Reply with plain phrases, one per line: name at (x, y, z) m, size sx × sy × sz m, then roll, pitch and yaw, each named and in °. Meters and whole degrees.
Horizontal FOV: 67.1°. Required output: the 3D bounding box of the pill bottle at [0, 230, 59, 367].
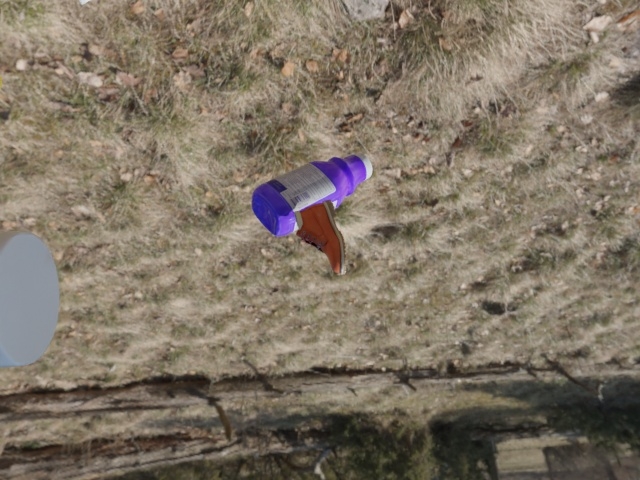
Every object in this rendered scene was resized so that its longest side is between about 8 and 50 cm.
pill bottle at (-0.329, 0.044, 0.318) m, size 0.264 × 0.146 × 0.146 m, roll -2°, pitch 137°, yaw -6°

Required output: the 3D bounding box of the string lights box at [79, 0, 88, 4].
string lights box at (-0.388, -0.532, 0.755) m, size 0.133 × 0.077 × 0.259 m, roll -30°, pitch 139°, yaw -14°

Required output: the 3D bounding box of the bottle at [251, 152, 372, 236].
bottle at (-0.009, -0.113, 1.048) m, size 0.118 × 0.283 × 0.092 m, roll 46°, pitch 147°, yaw 23°

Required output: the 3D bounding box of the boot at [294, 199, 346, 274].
boot at (0.000, 0.000, 0.906) m, size 0.085 × 0.158 × 0.059 m, roll -12°, pitch 149°, yaw -11°
